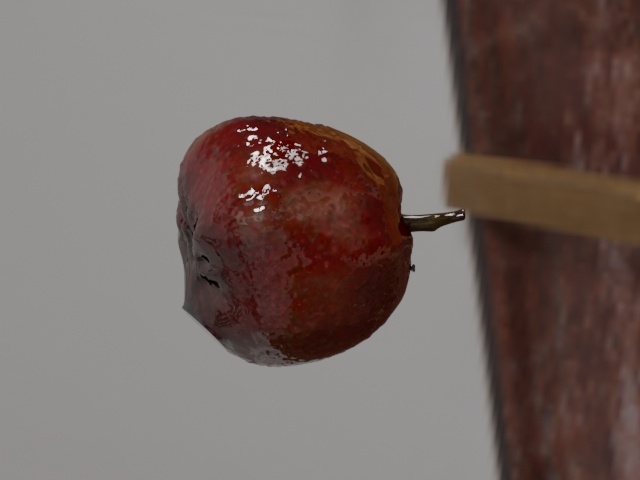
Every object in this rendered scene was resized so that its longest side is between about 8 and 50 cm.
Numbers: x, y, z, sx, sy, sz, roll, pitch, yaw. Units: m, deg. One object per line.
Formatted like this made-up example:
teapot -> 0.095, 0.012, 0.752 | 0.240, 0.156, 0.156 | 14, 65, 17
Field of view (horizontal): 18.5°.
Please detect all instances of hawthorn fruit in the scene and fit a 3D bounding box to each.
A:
hawthorn fruit -> 0.000, 0.000, 1.780 | 0.210, 0.266, 0.230 | -87, -6, -77
